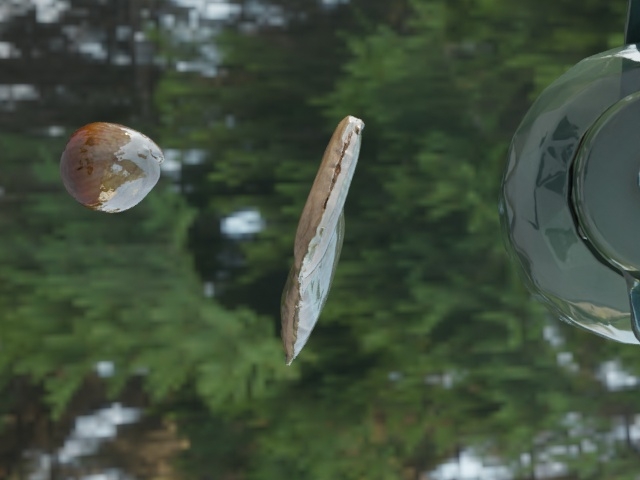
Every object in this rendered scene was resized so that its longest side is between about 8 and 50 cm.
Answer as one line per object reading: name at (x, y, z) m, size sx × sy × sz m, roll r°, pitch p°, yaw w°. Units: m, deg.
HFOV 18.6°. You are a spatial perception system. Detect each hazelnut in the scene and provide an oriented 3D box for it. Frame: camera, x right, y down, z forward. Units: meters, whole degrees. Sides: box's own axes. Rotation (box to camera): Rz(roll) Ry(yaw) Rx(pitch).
hazelnut at (-0.171, -0.062, 1.614) m, size 0.086 × 0.086 × 0.086 m, roll 179°, pitch -90°, yaw -71°

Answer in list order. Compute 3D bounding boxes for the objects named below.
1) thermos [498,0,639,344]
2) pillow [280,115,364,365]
thermos at (0.157, -0.037, 0.918) m, size 0.286 × 0.145 × 0.182 m, roll 30°, pitch 62°, yaw -85°
pillow at (-0.001, 0.002, 1.465) m, size 0.211 × 0.034 × 0.135 m, roll 101°, pitch 10°, yaw -64°
